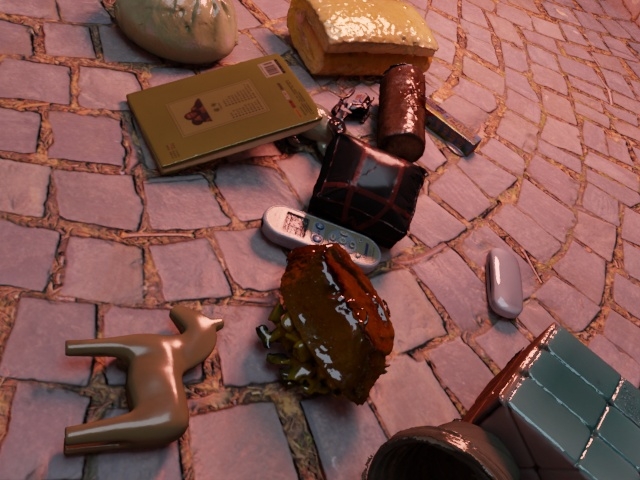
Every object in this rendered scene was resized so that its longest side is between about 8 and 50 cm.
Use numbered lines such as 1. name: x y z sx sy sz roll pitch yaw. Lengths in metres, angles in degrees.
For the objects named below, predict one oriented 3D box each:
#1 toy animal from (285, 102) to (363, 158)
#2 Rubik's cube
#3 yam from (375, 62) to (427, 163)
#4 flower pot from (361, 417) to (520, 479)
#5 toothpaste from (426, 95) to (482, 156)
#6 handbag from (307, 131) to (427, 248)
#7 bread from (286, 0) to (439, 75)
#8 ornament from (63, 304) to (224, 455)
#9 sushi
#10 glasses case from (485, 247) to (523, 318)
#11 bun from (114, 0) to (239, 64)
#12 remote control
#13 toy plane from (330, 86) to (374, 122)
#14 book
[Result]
1. toy animal: 0.001 -0.245 1.486 0.225 0.094 0.121 27 35 1
2. Rubik's cube: 0.358 0.310 1.040 0.231 0.221 0.225 42 45 14
3. yam: 0.195 -0.304 1.604 0.131 0.131 0.279 17 48 -11
4. flower pot: 0.189 0.348 0.934 0.235 0.235 0.140 42 35 15
5. toothpaste: 0.318 -0.294 1.710 0.193 0.044 0.070 41 45 14
6. handbag: 0.091 -0.096 1.341 0.215 0.155 0.169 23 64 -4
7. bread: 0.115 -0.558 1.773 0.375 0.165 0.236 -7 58 -31
8. ornament: -0.249 0.192 0.976 0.245 0.061 0.230 1 48 -24
9. sushi: 0.008 0.132 1.101 0.167 0.179 0.296 -8 67 -60
10. glasses case: 0.384 0.086 1.388 0.067 0.045 0.178 19 45 -8
11. bun: -0.321 -0.554 1.545 0.293 0.187 0.293 16 44 -16
12. remote control: 0.000 0.000 1.284 0.244 0.047 0.087 21 47 -7
13. toy plane: 0.074 -0.319 1.617 0.078 0.053 0.197 26 42 10
14. book: -0.200 -0.275 1.380 0.352 0.035 0.239 -21 58 -16
